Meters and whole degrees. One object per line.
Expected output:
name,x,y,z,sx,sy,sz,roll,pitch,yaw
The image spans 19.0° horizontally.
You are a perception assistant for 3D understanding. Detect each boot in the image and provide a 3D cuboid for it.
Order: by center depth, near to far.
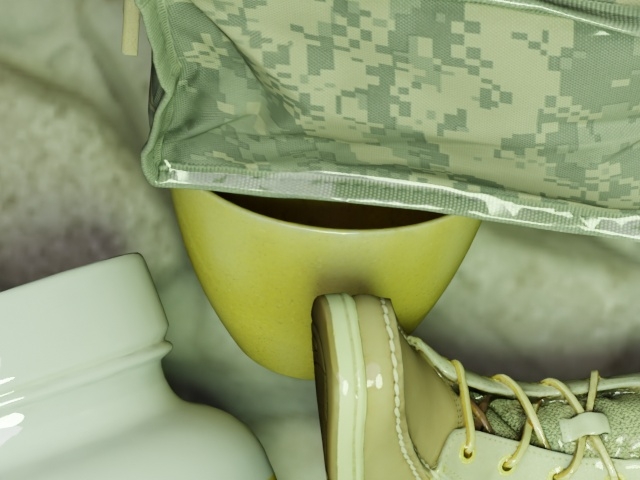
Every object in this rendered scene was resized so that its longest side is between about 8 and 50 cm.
boot,0.086,0.072,0.733,0.165,0.213,0.077,-7,62,8

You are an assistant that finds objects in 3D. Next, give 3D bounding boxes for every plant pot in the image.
plant pot,0.000,0.000,0.786,0.134,0.134,0.095,13,123,9

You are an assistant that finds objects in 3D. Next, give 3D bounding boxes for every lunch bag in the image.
lunch bag,0.086,-0.134,0.703,0.287,0.169,0.235,6,63,-1

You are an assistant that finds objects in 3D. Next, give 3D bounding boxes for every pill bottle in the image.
pill bottle,-0.087,0.183,0.769,0.188,0.188,0.334,-19,90,10

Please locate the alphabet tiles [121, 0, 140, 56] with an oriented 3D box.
alphabet tiles,-0.063,-0.214,0.705,0.009,0.198,0.237,3,117,-6
